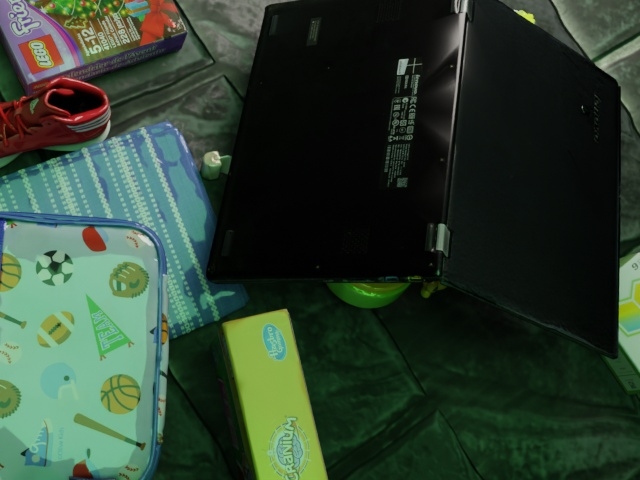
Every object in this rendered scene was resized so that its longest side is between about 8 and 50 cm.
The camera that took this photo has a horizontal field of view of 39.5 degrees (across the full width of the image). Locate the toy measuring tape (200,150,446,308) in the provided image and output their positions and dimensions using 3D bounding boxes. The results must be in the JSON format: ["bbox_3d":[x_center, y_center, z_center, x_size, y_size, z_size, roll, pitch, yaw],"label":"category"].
[{"bbox_3d":[0.000,0.000,1.058,0.330,0.121,0.121,21,71,-3],"label":"toy measuring tape"}]

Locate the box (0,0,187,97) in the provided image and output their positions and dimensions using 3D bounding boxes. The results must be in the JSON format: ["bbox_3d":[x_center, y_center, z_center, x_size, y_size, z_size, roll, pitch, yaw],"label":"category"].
[{"bbox_3d":[-0.311,-0.335,1.060,0.201,0.057,0.293,-25,86,-21],"label":"box"}]

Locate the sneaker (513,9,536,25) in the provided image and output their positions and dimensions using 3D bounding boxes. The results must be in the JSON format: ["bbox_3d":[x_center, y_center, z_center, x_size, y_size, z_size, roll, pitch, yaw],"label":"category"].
[{"bbox_3d":[0.183,-0.192,1.172,0.121,0.111,0.299,22,65,-2],"label":"sneaker"}]

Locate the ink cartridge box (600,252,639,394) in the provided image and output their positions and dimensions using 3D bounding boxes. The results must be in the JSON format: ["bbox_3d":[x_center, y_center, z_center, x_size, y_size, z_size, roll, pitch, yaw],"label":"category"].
[{"bbox_3d":[0.401,0.088,1.185,0.109,0.062,0.209,-34,89,-21],"label":"ink cartridge box"}]

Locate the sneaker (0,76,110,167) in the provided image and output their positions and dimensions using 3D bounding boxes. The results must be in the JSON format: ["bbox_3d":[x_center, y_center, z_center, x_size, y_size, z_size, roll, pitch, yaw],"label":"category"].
[{"bbox_3d":[-0.336,-0.135,0.966,0.221,0.128,0.087,-18,83,-21],"label":"sneaker"}]

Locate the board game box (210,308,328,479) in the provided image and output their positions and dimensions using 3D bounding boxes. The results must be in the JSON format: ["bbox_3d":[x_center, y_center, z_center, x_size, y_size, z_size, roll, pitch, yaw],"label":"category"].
[{"bbox_3d":[-0.042,0.242,0.908,0.064,0.242,0.316,-12,80,-12],"label":"board game box"}]

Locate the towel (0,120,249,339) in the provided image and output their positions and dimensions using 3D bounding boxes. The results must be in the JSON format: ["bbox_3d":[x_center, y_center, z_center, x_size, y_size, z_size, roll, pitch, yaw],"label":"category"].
[{"bbox_3d":[-0.271,0.024,1.005,0.336,0.040,0.243,-22,87,-20],"label":"towel"}]

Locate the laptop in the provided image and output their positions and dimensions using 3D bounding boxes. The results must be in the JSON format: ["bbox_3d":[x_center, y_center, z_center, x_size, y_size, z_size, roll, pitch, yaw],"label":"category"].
[{"bbox_3d":[0.129,-0.082,1.047,0.408,0.236,0.381,-2,62,22],"label":"laptop"}]

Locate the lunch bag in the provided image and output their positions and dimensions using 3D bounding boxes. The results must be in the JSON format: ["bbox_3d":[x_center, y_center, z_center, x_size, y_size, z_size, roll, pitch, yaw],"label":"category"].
[{"bbox_3d":[-0.280,0.125,0.906,0.243,0.115,0.303,5,78,-14],"label":"lunch bag"}]
